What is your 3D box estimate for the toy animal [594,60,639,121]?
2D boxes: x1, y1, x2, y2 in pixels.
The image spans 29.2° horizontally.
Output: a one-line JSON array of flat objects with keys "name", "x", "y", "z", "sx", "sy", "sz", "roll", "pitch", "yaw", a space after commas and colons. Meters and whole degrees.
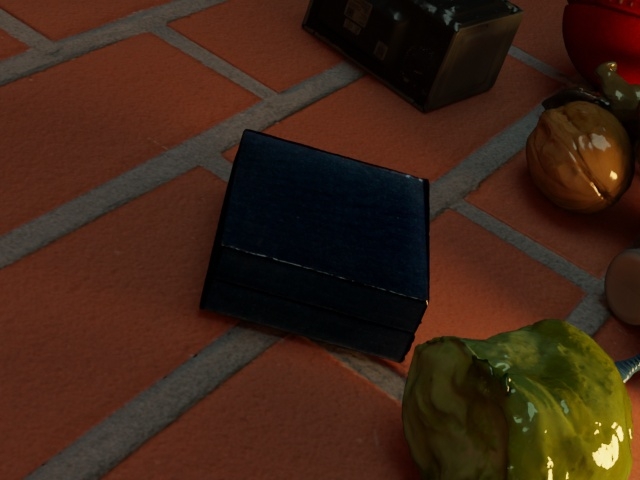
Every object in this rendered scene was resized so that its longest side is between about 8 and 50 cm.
[{"name": "toy animal", "x": 0.525, "y": -0.226, "z": 1.962, "sx": 0.219, "sy": 0.103, "sz": 0.101, "roll": -2, "pitch": 23, "yaw": -11}]

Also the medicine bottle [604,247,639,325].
[{"name": "medicine bottle", "x": 0.502, "y": 0.059, "z": 1.733, "sx": 0.191, "sy": 0.107, "sz": 0.107, "roll": -5, "pitch": 42, "yaw": -31}]

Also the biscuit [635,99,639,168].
[{"name": "biscuit", "x": 0.533, "y": -0.100, "z": 1.868, "sx": 0.091, "sy": 0.274, "sz": 0.213, "roll": -14, "pitch": 7, "yaw": 17}]

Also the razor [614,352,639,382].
[{"name": "razor", "x": 0.426, "y": 0.163, "z": 1.612, "sx": 0.253, "sy": 0.042, "sz": 0.082, "roll": -14, "pitch": 46, "yaw": -40}]

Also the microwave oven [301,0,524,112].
[{"name": "microwave oven", "x": 0.159, "y": -0.386, "z": 2.106, "sx": 0.295, "sy": 0.181, "sz": 0.237, "roll": 39, "pitch": 38, "yaw": 25}]

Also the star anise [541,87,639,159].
[{"name": "star anise", "x": 0.495, "y": -0.191, "z": 2.093, "sx": 0.236, "sy": 0.093, "sz": 0.229, "roll": -10, "pitch": 39, "yaw": -41}]

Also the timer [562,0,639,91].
[{"name": "timer", "x": 0.615, "y": -0.367, "z": 2.166, "sx": 0.378, "sy": 0.279, "sz": 0.378, "roll": 20, "pitch": 8, "yaw": -3}]

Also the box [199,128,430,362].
[{"name": "box", "x": 0.000, "y": 0.000, "z": 1.557, "sx": 0.261, "sy": 0.116, "sz": 0.279, "roll": 15, "pitch": 36, "yaw": -5}]

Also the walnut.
[{"name": "walnut", "x": 0.399, "y": -0.130, "z": 1.895, "sx": 0.159, "sy": 0.159, "sz": 0.206, "roll": 6, "pitch": 32, "yaw": -19}]

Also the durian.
[{"name": "durian", "x": 0.221, "y": 0.197, "z": 1.319, "sx": 0.340, "sy": 0.204, "sz": 0.255, "roll": -4, "pitch": 53, "yaw": -35}]
